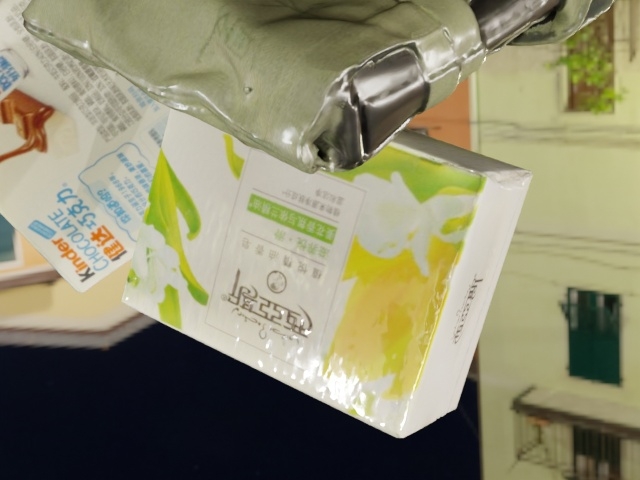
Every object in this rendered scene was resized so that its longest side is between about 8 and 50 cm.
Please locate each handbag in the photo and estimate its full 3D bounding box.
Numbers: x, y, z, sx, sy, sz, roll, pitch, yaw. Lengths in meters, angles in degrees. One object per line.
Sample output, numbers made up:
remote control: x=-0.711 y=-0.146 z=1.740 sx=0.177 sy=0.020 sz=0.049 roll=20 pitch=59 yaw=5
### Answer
handbag: x=0.024 y=-0.155 z=0.605 sx=0.315 sy=0.109 sz=0.253 roll=-34 pitch=-135 yaw=-28

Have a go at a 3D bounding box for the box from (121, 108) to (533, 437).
box: x=0.000 y=0.000 z=0.785 sx=0.260 sy=0.195 sz=0.111 roll=21 pitch=-166 yaw=24

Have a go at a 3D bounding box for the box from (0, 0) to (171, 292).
box: x=-0.188 y=-0.118 z=0.927 sx=0.265 sy=0.273 sz=0.048 roll=-34 pitch=-142 yaw=1
